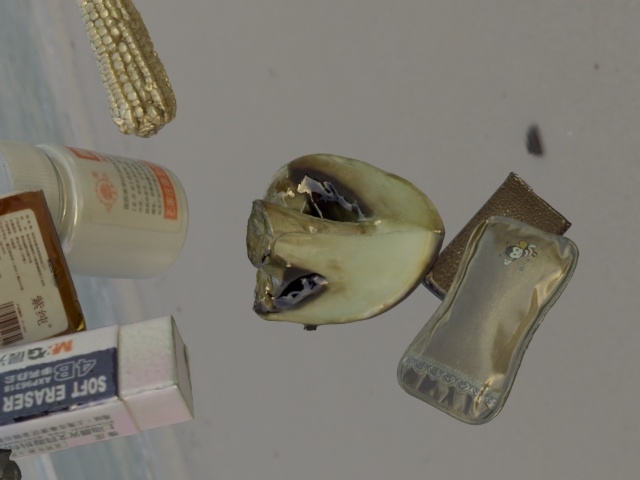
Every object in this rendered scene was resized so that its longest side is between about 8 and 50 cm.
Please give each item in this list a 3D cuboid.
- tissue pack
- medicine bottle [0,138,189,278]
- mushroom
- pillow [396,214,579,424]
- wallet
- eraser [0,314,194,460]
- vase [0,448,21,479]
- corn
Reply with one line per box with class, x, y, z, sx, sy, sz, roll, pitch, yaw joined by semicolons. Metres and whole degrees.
tissue pack;-0.426;0.055;1.541;0.092;0.183;0.226;-18;92;40
medicine bottle;-0.407;-0.048;1.846;0.211;0.371;0.211;-5;82;37
mushroom;0.003;0.005;1.725;0.212;0.292;0.217;61;145;33
pillow;0.172;0.078;1.165;0.130;0.217;0.033;25;167;38
wallet;0.279;0.018;1.829;0.133;0.243;0.039;40;165;7
eraser;-0.305;0.182;1.392;0.086;0.287;0.130;77;180;-45
vase;-0.424;0.234;1.110;0.115;0.237;0.115;-25;55;44
corn;-0.248;-0.233;1.453;0.211;0.087;0.087;70;160;2
